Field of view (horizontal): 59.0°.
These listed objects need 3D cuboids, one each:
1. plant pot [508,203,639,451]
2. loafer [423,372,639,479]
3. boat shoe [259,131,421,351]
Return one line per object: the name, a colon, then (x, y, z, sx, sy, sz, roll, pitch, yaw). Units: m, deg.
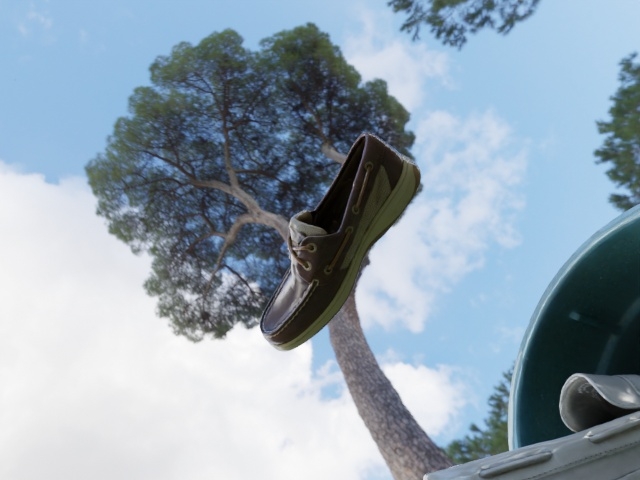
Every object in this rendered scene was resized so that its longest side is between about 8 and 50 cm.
plant pot: (0.396, 0.163, 0.448, 0.334, 0.341, 0.341, 16, -84, -19)
loafer: (0.221, 0.136, 0.392, 0.319, 0.111, 0.112, -21, -30, -19)
boat shoe: (0.000, 0.000, 0.814, 0.123, 0.123, 0.342, 32, -81, -32)
